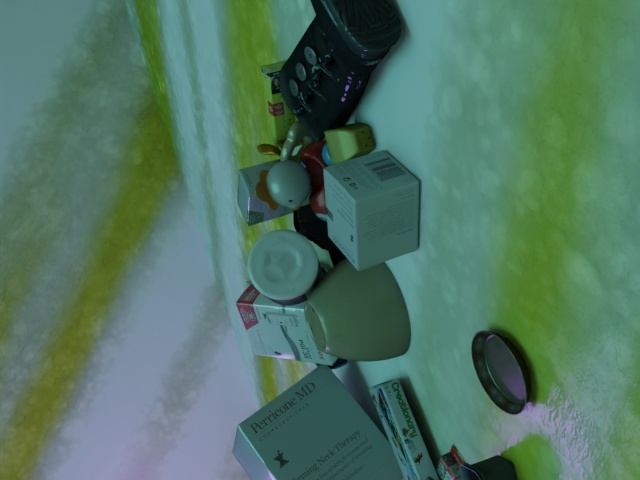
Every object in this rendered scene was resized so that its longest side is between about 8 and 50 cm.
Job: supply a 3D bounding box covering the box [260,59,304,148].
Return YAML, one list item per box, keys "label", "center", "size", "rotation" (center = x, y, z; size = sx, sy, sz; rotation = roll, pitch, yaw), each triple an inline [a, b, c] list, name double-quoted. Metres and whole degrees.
- label: "box"
  center: [-0.100, -0.358, 2.022]
  size: [0.058, 0.087, 0.232]
  rotation: [49, 150, 48]

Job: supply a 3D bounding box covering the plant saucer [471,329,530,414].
- label: "plant saucer"
  center: [0.346, 0.246, 1.437]
  size: [0.169, 0.029, 0.168]
  rotation: [90, 154, -44]

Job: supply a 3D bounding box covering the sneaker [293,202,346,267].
- label: "sneaker"
  center: [0.000, 0.000, 2.023]
  size: [0.083, 0.118, 0.222]
  rotation: [6, 113, 69]

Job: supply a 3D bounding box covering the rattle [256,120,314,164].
- label: "rattle"
  center: [-0.083, -0.288, 1.954]
  size: [0.143, 0.130, 0.200]
  rotation: [48, 153, 30]

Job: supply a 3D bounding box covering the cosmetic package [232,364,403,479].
- label: "cosmetic package"
  center: [-0.014, 0.647, 2.229]
  size: [0.394, 0.329, 0.327]
  rotation: [50, 156, 17]

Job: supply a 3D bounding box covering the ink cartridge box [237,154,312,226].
- label: "ink cartridge box"
  center: [-0.113, -0.140, 2.067]
  size: [0.154, 0.212, 0.093]
  rotation: [101, 149, -56]

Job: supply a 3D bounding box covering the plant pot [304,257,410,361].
- label: "plant pot"
  center: [0.071, 0.184, 1.891]
  size: [0.284, 0.190, 0.284]
  rotation: [53, 153, 42]

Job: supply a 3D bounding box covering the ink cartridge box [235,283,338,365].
- label: "ink cartridge box"
  center: [-0.080, 0.239, 2.224]
  size: [0.282, 0.117, 0.207]
  rotation: [2, 123, 32]

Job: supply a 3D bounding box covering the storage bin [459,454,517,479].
- label: "storage bin"
  center: [0.358, 0.510, 1.550]
  size: [0.098, 0.091, 0.135]
  rotation: [1, 109, 70]

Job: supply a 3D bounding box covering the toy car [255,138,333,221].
- label: "toy car"
  center: [-0.044, -0.124, 1.849]
  size: [0.219, 0.237, 0.210]
  rotation: [-11, 97, 71]

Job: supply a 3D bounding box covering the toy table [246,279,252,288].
- label: "toy table"
  center: [-0.128, 0.156, 2.460]
  size: [0.252, 0.160, 0.275]
  rotation: [-178, 71, -70]

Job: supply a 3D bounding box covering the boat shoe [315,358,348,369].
- label: "boat shoe"
  center: [0.003, 0.327, 2.340]
  size: [0.258, 0.109, 0.089]
  rotation: [17, 121, 65]

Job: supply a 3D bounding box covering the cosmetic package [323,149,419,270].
- label: "cosmetic package"
  center: [0.108, -0.065, 1.614]
  size: [0.151, 0.151, 0.184]
  rotation: [-130, 28, -48]

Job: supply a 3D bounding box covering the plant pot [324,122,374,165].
- label: "plant pot"
  center: [0.072, -0.220, 1.689]
  size: [0.083, 0.081, 0.081]
  rotation: [-5, 104, 54]

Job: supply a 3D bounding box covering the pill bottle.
- label: "pill bottle"
  center: [-0.087, 0.080, 1.987]
  size: [0.318, 0.176, 0.176]
  rotation: [78, 171, -81]

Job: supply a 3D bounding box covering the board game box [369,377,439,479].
- label: "board game box"
  center: [0.217, 0.512, 1.959]
  size: [0.193, 0.053, 0.305]
  rotation: [116, 133, -75]

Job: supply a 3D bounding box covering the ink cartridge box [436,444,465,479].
- label: "ink cartridge box"
  center: [0.310, 0.541, 1.802]
  size: [0.115, 0.029, 0.063]
  rotation: [92, 153, -48]

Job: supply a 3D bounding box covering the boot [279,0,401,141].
- label: "boot"
  center: [-0.002, -0.455, 1.611]
  size: [0.445, 0.146, 0.367]
  rotation: [129, 122, -73]

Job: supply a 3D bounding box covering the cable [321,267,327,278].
- label: "cable"
  center: [0.016, 0.152, 2.247]
  size: [0.150, 0.047, 0.185]
  rotation: [5, 116, 61]
